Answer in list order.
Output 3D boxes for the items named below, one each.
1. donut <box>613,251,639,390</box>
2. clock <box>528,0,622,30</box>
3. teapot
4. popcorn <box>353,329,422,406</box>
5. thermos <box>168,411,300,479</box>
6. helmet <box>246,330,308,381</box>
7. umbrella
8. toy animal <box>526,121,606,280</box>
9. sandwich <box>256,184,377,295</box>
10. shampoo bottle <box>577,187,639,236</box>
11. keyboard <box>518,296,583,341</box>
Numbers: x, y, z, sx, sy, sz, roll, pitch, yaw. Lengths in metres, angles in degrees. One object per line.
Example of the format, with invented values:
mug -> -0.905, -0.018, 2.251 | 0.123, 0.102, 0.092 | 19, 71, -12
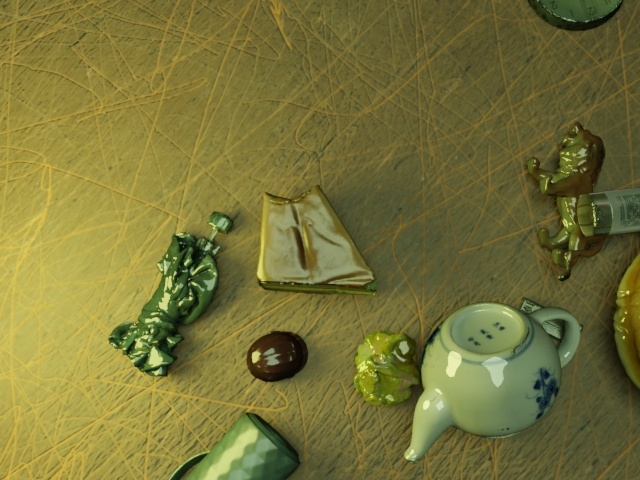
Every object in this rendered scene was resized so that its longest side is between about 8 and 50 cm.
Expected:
donut -> 0.770, 0.159, 1.732 | 0.449, 0.198, 0.449 | 0, 79, 0
clock -> 0.532, -0.543, 1.929 | 0.215, 0.042, 0.215 | 0, 81, 1
teapot -> 0.317, 0.261, 1.718 | 0.424, 0.280, 0.252 | -29, 39, -21
popcorn -> 0.127, 0.245, 1.780 | 0.126, 0.126, 0.145 | 38, 66, -18
thermos -> -0.189, 0.459, 1.745 | 0.286, 0.145, 0.182 | -46, 50, -4
helmet -> -0.086, 0.224, 1.809 | 0.123, 0.070, 0.098 | -20, 80, -1
umbrella -> -0.278, 0.094, 1.826 | 0.143, 0.094, 0.349 | 31, 81, 2
toy animal -> 0.504, -0.079, 1.832 | 0.157, 0.097, 0.312 | -7, 82, -6
sandwich -> 0.000, 0.000, 1.799 | 0.227, 0.155, 0.198 | 4, 81, 2
shampoo bottle -> 0.603, -0.058, 1.798 | 0.227, 0.056, 0.086 | -7, 88, -24
keyboard -> 0.449, 0.161, 1.832 | 0.129, 0.015, 0.049 | 25, 88, 5
